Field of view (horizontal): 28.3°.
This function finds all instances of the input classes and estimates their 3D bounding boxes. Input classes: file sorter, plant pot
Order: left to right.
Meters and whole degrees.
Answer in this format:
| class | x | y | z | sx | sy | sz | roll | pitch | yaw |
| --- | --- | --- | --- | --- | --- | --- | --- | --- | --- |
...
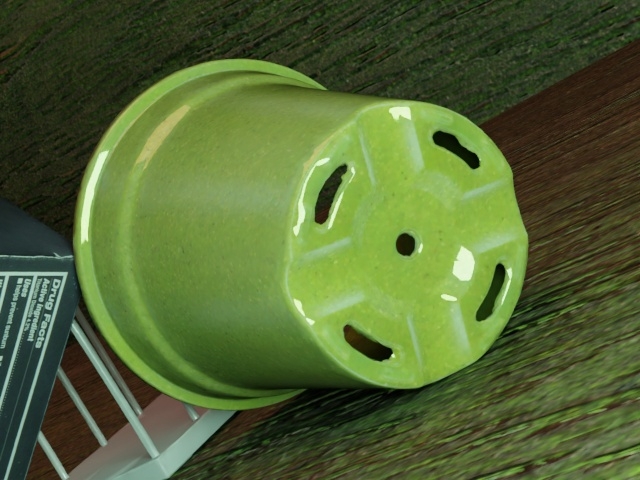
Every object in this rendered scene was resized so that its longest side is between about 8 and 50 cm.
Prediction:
| class | x | y | z | sx | sy | sz | roll | pitch | yaw |
| --- | --- | --- | --- | --- | --- | --- | --- | --- | --- |
| file sorter | -0.174 | 0.105 | 1.157 | 0.193 | 0.173 | 0.277 | -27 | 6 | 32 |
| plant pot | 0.000 | 0.000 | 0.890 | 0.276 | 0.276 | 0.254 | -34 | 18 | -24 |

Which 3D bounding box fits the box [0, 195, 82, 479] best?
| class | x | y | z | sx | sy | sz | roll | pitch | yaw |
| --- | --- | --- | --- | --- | --- | --- | --- | --- | --- |
| box | -0.364 | 0.109 | 0.919 | 0.294 | 0.182 | 0.296 | 3 | -69 | -52 |
